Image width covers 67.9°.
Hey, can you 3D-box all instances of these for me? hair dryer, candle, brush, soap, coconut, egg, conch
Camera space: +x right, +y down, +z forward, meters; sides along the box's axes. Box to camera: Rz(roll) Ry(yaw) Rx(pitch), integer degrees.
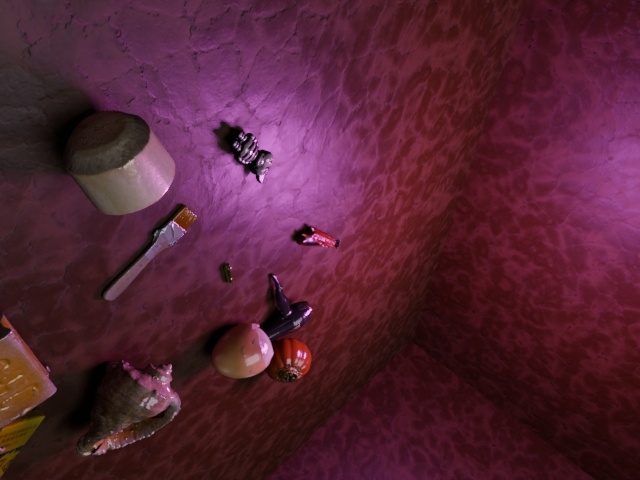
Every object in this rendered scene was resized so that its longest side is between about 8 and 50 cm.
[{"bbox_3d":[-0.190,0.273,1.953,0.303,0.120,0.360,-27,133,-17],"label":"hair dryer"},{"bbox_3d":[0.000,0.000,1.951,0.084,0.059,0.301,-49,151,14],"label":"candle"},{"bbox_3d":[-0.477,0.040,1.327,0.337,0.020,0.085,-49,150,-11],"label":"brush"},{"bbox_3d":[-0.763,0.315,1.122,0.173,0.089,0.274,-33,144,-29],"label":"soap"},{"bbox_3d":[-0.424,-0.157,1.027,0.202,0.202,0.222,-43,145,-20],"label":"coconut"},{"bbox_3d":[-0.297,0.422,1.807,0.244,0.201,0.201,-17,134,-35],"label":"egg"},{"bbox_3d":[-0.588,0.500,1.472,0.352,0.210,0.297,-30,141,4],"label":"conch"}]

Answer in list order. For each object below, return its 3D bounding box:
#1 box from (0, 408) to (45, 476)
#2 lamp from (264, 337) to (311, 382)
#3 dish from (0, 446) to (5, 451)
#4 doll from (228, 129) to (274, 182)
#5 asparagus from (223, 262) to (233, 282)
[{"bbox_3d":[-0.870,0.579,1.248,0.279,0.041,0.153,-54,169,-2],"label":"box"},{"bbox_3d":[-0.151,0.540,2.145,0.223,0.197,0.223,-6,127,-8],"label":"lamp"},{"bbox_3d":[-0.847,0.449,1.087,0.153,0.064,0.234,-23,140,18],"label":"dish"},{"bbox_3d":[-0.196,-0.248,1.399,0.091,0.067,0.219,-62,154,-9],"label":"doll"},{"bbox_3d":[-0.315,0.120,1.643,0.021,0.025,0.108,-46,151,-35],"label":"asparagus"}]
